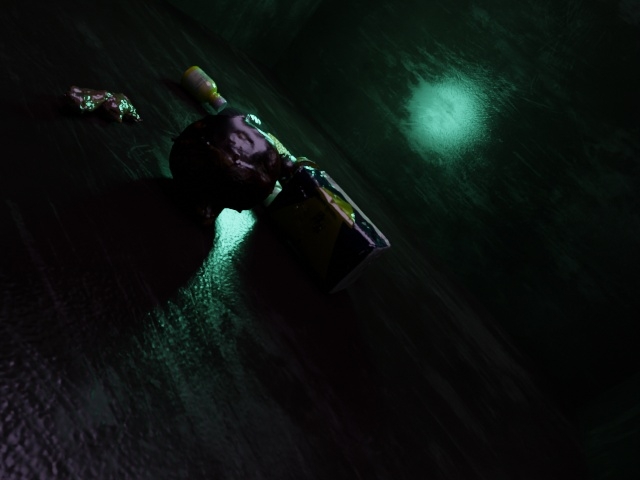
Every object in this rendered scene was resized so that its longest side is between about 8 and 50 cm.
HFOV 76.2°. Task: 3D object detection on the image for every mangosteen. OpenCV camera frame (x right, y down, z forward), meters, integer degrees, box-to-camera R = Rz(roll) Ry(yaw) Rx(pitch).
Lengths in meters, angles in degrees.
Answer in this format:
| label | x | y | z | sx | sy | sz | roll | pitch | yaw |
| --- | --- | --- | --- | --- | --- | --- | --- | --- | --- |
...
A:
| label | x | y | z | sx | sy | sz | roll | pitch | yaw |
| --- | --- | --- | --- | --- | --- | --- | --- | --- | --- |
| mangosteen | -0.176 | -0.305 | 1.838 | 0.173 | 0.184 | 0.172 | 1 | 51 | -1 |

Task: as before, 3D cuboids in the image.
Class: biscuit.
| label | x | y | z | sx | sy | sz | roll | pitch | yaw |
| --- | --- | --- | --- | --- | --- | --- | --- | --- | --- |
| biscuit | -0.238 | -0.491 | 2.216 | 0.205 | 0.040 | 0.309 | 40 | 21 | -14 |

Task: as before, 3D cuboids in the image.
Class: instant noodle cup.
| label | x | y | z | sx | sy | sz | roll | pitch | yaw |
| --- | --- | --- | --- | --- | --- | --- | --- | --- | --- |
| instant noodle cup | -0.088 | -0.350 | 2.089 | 0.168 | 0.168 | 0.185 | 36 | 14 | -22 |

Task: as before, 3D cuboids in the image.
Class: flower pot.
| label | x | y | z | sx | sy | sz | roll | pitch | yaw |
| --- | --- | --- | --- | --- | --- | --- | --- | --- | --- |
| flower pot | -0.351 | -0.474 | 1.748 | 0.243 | 0.190 | 0.156 | 3 | 87 | -67 |

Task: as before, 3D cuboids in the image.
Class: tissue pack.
| label | x | y | z | sx | sy | sz | roll | pitch | yaw |
| --- | --- | --- | --- | --- | --- | --- | --- | --- | --- |
| tissue pack | 0.023 | -0.047 | 1.532 | 0.416 | 0.264 | 0.253 | 51 | 22 | 15 |

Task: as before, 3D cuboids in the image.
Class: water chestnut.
| label | x | y | z | sx | sy | sz | roll | pitch | yaw |
| --- | --- | --- | --- | --- | --- | --- | --- | --- | --- |
| water chestnut | -0.298 | -0.196 | 1.245 | 0.336 | 0.346 | 0.335 | 11 | -7 | 1 |

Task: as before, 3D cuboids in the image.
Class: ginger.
| label | x | y | z | sx | sy | sz | roll | pitch | yaw |
| --- | --- | --- | --- | --- | --- | --- | --- | --- | --- |
| ginger | -0.657 | -0.404 | 1.226 | 0.122 | 0.084 | 0.290 | 66 | 16 | -5 |

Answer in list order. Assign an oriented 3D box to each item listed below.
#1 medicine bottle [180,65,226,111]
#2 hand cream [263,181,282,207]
| label | x | y | z | sx | sy | sz | roll | pitch | yaw |
| --- | --- | --- | --- | --- | --- | --- | --- | --- | --- |
| medicine bottle | -0.544 | -0.707 | 1.933 | 0.212 | 0.122 | 0.122 | 43 | 20 | -5 |
| hand cream | -0.226 | -0.257 | 1.691 | 0.093 | 0.147 | 0.305 | -13 | 50 | -14 |
